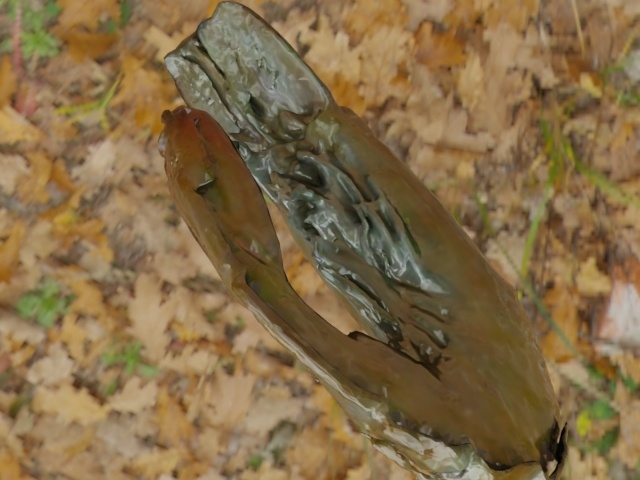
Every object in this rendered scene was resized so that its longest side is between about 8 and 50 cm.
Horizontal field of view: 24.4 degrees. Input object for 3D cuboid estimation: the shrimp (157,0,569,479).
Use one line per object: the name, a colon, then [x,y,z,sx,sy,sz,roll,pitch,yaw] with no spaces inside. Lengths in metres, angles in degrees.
shrimp: [-0.001,0.001,0.561,0.058,0.173,0.253,-49,68,22]
